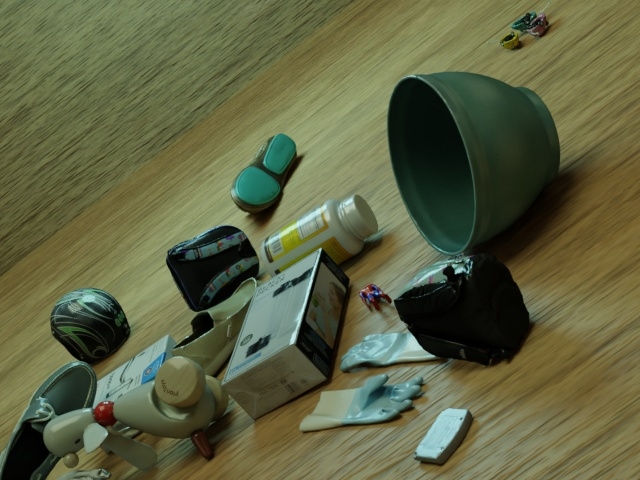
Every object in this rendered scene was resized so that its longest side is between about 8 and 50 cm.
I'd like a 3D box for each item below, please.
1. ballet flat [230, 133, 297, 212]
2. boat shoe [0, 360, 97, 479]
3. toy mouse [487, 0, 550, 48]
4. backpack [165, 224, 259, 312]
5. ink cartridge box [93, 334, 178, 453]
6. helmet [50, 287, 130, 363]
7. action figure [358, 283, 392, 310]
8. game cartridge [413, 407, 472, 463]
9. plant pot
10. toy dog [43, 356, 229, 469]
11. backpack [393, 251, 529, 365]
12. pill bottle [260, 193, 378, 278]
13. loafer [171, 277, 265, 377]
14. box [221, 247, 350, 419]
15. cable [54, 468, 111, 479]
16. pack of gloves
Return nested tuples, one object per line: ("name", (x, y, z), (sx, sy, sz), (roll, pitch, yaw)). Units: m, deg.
("ballet flat", (-0.155, -0.142, 2.584), (0.124, 0.116, 0.342), (-49, 11, 37))
("boat shoe", (-0.490, 0.347, 1.867), (0.099, 0.116, 0.319), (-35, 21, 56))
("toy mouse", (0.465, -0.472, 2.306), (0.143, 0.031, 0.161), (-43, 21, -9))
("backpack", (-0.224, 0.054, 2.214), (0.173, 0.158, 0.117), (-30, 0, -15))
("ink cartridge box", (-0.354, 0.296, 2.015), (0.203, 0.086, 0.148), (-34, 22, 13))
("helmet", (-0.547, 0.190, 2.452), (0.169, 0.161, 0.169), (-33, 21, 15))
("action figure", (0.090, 0.095, 1.765), (0.038, 0.030, 0.115), (-35, 15, -5))
("game cartridge", (0.159, 0.251, 1.340), (0.083, 0.017, 0.056), (-50, 20, -27))
("plant pot", (0.258, -0.143, 1.676), (0.196, 0.293, 0.293), (-17, 15, -18))
("toy dog", (-0.298, 0.327, 1.769), (0.333, 0.220, 0.161), (-32, 60, 29))
("backpack", (0.195, 0.091, 1.462), (0.115, 0.152, 0.182), (-33, 11, -35))
("pill bottle", (0.000, 0.000, 1.987), (0.215, 0.117, 0.117), (-31, 22, 20))
("loafer", (-0.191, 0.160, 2.013), (0.102, 0.092, 0.268), (-15, 31, 47))
("box", (-0.055, 0.154, 1.793), (0.169, 0.087, 0.290), (-32, 21, 27))
("cable", (-0.451, 0.500, 1.754), (0.257, 0.089, 0.257), (-51, 23, -27))
("pack of gloves", (0.079, 0.191, 1.561), (0.232, 0.046, 0.195), (-17, 30, 45))
